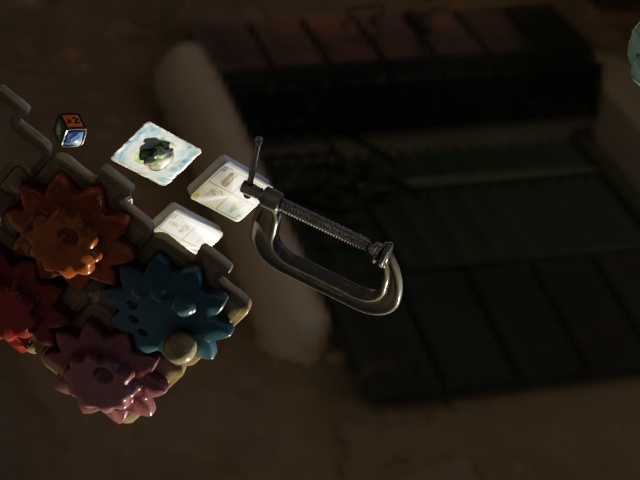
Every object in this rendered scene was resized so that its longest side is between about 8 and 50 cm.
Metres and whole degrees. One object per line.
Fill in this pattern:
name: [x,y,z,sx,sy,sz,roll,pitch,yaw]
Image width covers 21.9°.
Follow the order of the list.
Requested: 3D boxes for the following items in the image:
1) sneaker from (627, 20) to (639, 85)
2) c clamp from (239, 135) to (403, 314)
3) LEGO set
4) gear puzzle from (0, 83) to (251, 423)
sneaker: [0.263,-0.036,0.994,0.208,0.127,0.319,42,-47,42]
c clamp: [0.000,0.000,1.340,0.022,0.160,0.137,-57,174,-38]
LEGO set: [-0.184,-0.041,1.489,0.182,0.244,0.060,-42,-126,16]
gear puzzle: [-0.215,-0.011,1.043,0.175,0.339,0.044,-43,-166,37]
